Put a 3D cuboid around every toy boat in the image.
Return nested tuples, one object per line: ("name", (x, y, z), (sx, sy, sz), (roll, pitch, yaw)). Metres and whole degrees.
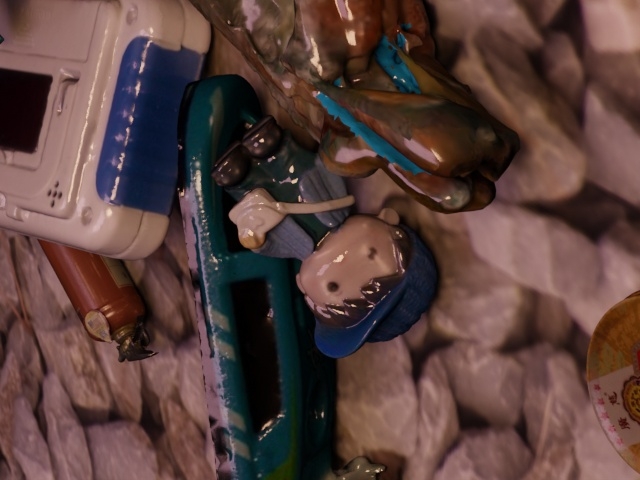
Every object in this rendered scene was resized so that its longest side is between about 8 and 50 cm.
("toy boat", (-0.020, 0.045, 1.145), (0.092, 0.134, 0.298), (-4, 100, 14))

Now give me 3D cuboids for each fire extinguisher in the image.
("fire extinguisher", (-0.166, 0.019, 1.348), (0.177, 0.050, 0.062), (58, 146, 18))

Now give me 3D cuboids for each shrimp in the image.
("shrimp", (-0.014, -0.201, 1.050), (0.221, 0.110, 0.445), (-49, 61, 38))

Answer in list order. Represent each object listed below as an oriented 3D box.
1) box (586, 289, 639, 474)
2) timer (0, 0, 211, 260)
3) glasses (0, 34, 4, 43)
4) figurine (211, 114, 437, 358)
("box", (0.183, 0.073, 0.940), (0.105, 0.037, 0.105), (22, 120, 46))
("timer", (-0.186, -0.090, 1.268), (0.253, 0.078, 0.178), (11, 88, 48))
("glasses", (-0.237, -0.265, 1.232), (0.207, 0.102, 0.239), (-60, 42, 20))
("figurine", (0.000, 0.000, 1.068), (0.149, 0.086, 0.087), (46, -178, -11))
